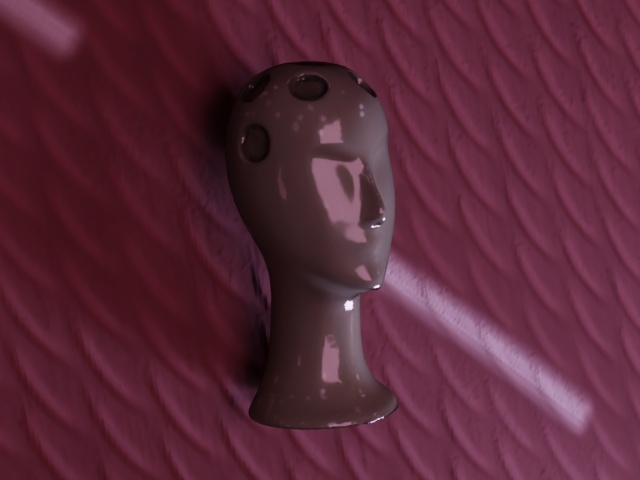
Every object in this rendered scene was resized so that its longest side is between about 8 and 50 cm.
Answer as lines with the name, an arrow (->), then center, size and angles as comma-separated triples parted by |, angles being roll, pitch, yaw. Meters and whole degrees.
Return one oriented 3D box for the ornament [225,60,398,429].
ornament -> 0.000, 0.000, 0.863 | 0.075, 0.081, 0.156 | -11, 105, -41
